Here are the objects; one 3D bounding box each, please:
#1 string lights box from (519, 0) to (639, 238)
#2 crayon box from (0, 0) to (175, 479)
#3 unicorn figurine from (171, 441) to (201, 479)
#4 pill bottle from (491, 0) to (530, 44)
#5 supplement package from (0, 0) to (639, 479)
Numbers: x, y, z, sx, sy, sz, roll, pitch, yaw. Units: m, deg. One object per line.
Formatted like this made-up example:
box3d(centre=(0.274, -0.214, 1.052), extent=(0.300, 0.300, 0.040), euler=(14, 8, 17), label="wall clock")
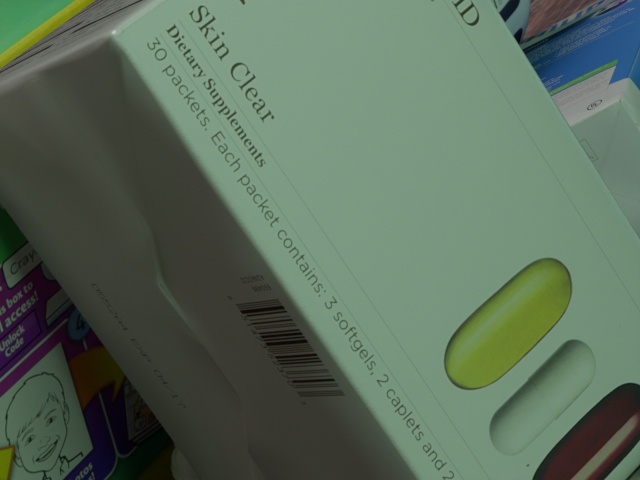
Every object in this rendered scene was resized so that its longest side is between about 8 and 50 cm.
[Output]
box3d(centre=(0.155, -0.071, 1.046), extent=(0.133, 0.077, 0.260), euler=(-28, 14, 28), label="string lights box")
box3d(centre=(-0.185, 0.058, 0.888), extent=(0.106, 0.313, 0.363), euler=(14, 41, 32), label="crayon box")
box3d(centre=(-0.051, 0.102, 0.917), extent=(0.162, 0.111, 0.060), euler=(-23, -2, -19), label="unicorn figurine")
box3d(centre=(0.031, -0.124, 1.051), extent=(0.153, 0.153, 0.265), euler=(-19, 25, 51), label="pill bottle")
box3d(centre=(0.000, 0.000, 0.751), extent=(0.145, 0.262, 0.204), euler=(-41, 15, -26), label="supplement package")
